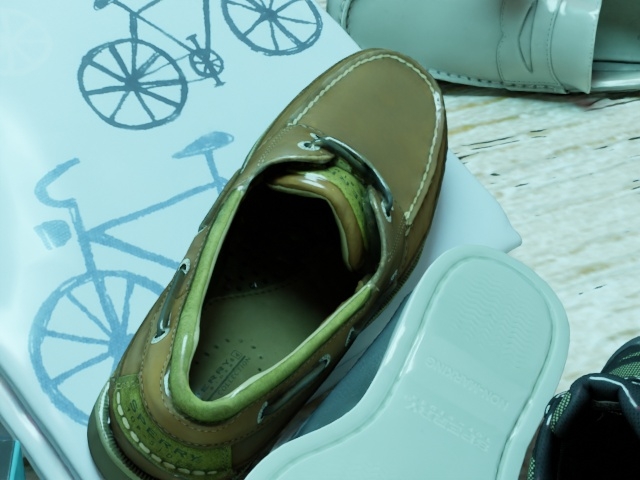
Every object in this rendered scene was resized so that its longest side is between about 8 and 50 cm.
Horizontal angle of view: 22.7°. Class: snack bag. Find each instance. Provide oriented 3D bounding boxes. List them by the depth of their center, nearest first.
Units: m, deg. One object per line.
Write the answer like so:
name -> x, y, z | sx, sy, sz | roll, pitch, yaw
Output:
snack bag -> -0.100, -0.051, 0.874 | 0.323, 0.037, 0.342 | -32, 77, -34

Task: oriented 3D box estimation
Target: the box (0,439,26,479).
box -> -0.180, 0.185, 0.651 | 0.101, 0.060, 0.244 | -4, 33, -1

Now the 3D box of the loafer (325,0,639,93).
loafer -> 0.165, -0.155, 1.097 | 0.320, 0.112, 0.111 | -4, 25, -2

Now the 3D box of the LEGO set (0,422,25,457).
LEGO set -> -0.250, 0.067, 0.841 | 0.244, 0.060, 0.182 | -14, 31, -16

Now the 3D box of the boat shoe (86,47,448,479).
boat shoe -> 0.000, 0.000, 0.797 | 0.111, 0.104, 0.307 | 31, 53, -3

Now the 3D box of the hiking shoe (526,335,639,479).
hiking shoe -> 0.143, 0.097, 0.711 | 0.086, 0.114, 0.227 | 11, 36, 17

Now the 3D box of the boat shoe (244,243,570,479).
boat shoe -> 0.028, 0.120, 0.715 | 0.114, 0.091, 0.302 | 38, 42, 8
